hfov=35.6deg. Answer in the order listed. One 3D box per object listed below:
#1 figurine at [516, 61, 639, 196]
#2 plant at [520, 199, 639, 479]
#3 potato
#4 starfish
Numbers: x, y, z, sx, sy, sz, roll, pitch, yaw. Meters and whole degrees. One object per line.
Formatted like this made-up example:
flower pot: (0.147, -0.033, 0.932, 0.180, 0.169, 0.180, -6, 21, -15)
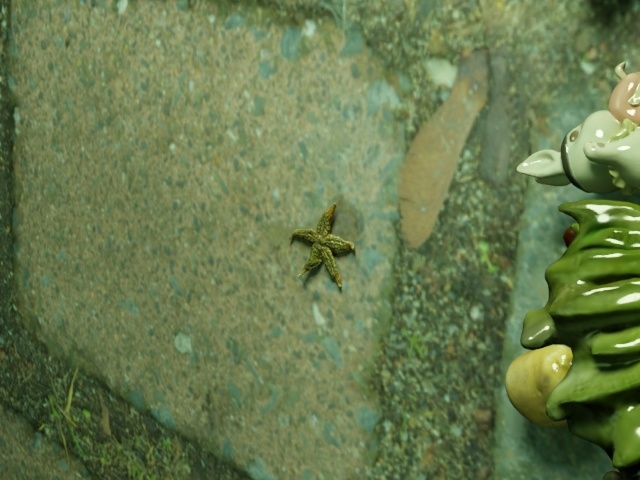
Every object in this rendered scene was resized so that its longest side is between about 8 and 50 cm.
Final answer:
figurine: (0.224, -0.071, 0.714, 0.146, 0.081, 0.098, 17, 70, 46)
plant: (0.306, 0.050, 0.649, 0.334, 0.180, 0.251, -23, 93, 17)
potato: (0.184, 0.115, 0.796, 0.068, 0.062, 0.083, 31, 165, 7)
starfish: (0.000, 0.000, 0.982, 0.092, 0.016, 0.086, 20, 112, 43)
